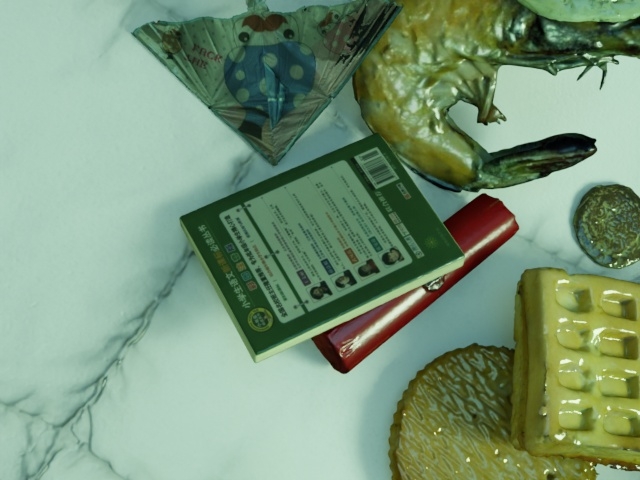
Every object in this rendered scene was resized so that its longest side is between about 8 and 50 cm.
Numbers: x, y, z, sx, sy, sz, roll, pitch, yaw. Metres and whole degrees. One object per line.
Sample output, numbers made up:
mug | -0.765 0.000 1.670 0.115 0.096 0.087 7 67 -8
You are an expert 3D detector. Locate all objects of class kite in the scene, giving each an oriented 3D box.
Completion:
kite | -0.066 -0.243 1.199 0.335 0.011 0.314 -4 101 15

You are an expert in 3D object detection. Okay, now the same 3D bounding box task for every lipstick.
lipstick | 0.109 0.046 1.193 0.279 0.073 0.073 -37 85 -18

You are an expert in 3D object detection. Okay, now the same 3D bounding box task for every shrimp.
shrimp | 0.256 -0.180 1.186 0.445 0.085 0.272 -1 115 12

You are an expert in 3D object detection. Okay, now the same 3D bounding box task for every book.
book | 0.000 0.000 1.166 0.264 0.027 0.202 -25 63 -14

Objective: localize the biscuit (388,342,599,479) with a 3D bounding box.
biscuit | 0.196 0.243 1.172 0.254 0.035 0.254 4 74 -13

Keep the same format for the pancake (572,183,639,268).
pancake | 0.371 -0.019 1.300 0.115 0.011 0.115 3 73 -11

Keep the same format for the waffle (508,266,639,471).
waffle | 0.374 0.155 1.184 0.327 0.098 0.224 9 66 -14

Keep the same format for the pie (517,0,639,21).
pie | 0.289 -0.330 1.119 0.240 0.054 0.241 0 61 0
